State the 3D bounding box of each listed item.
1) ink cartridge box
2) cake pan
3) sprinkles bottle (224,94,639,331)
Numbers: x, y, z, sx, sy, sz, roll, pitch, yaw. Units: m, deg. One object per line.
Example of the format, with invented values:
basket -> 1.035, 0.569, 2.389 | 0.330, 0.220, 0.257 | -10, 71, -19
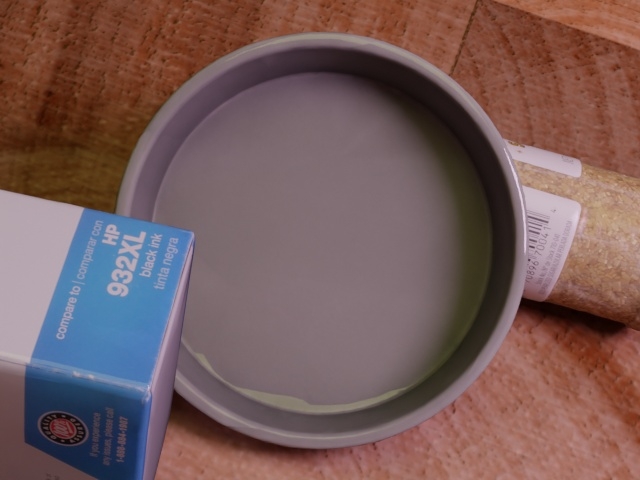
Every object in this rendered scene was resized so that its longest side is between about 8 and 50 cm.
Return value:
ink cartridge box -> -0.248, 0.073, 0.874 | 0.307, 0.223, 0.129 | 13, 51, -2
cake pan -> 0.000, 0.000, 0.999 | 0.293, 0.054, 0.293 | 0, 88, 0
sprinkles bottle -> 0.102, -0.031, 1.088 | 0.355, 0.121, 0.121 | 16, 52, 1
